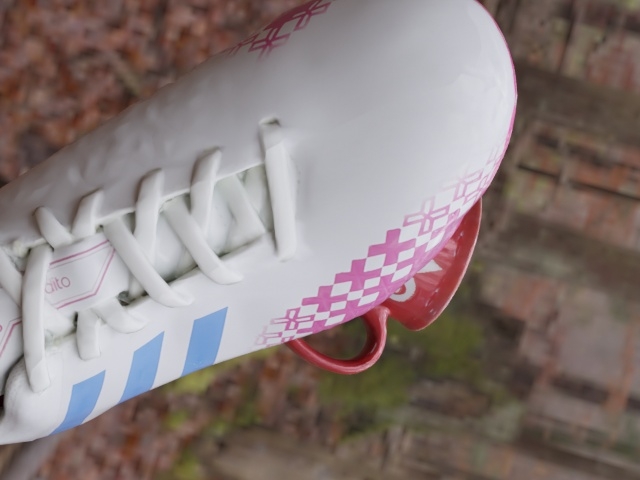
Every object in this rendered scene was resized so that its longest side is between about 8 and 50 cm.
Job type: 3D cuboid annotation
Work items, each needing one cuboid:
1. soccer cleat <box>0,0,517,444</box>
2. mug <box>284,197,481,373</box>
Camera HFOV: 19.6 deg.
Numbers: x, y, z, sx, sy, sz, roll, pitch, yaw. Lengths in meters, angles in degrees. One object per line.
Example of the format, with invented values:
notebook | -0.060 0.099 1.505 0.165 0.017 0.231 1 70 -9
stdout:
soccer cleat | -0.071 0.010 0.728 0.331 0.116 0.143 -31 175 34
mug | 0.005 -0.006 1.220 0.113 0.169 0.150 -47 -153 48
